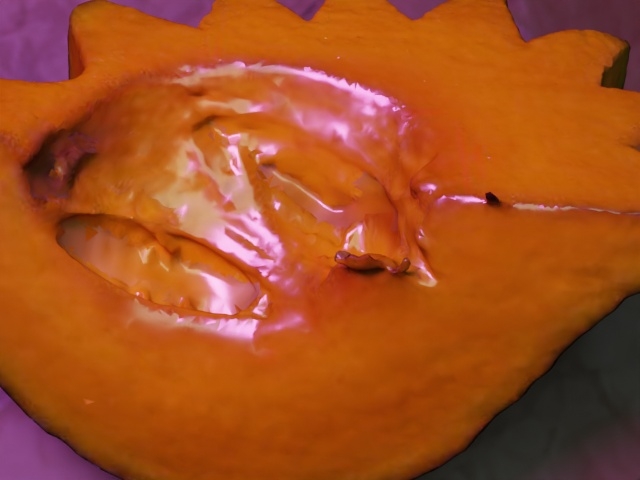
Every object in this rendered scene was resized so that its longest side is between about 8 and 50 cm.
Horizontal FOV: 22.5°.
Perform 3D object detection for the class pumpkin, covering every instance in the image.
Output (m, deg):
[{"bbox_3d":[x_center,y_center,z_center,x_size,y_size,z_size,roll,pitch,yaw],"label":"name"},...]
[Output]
[{"bbox_3d":[0.000,0.000,0.553,0.254,0.149,0.130,4,32,2],"label":"pumpkin"}]
